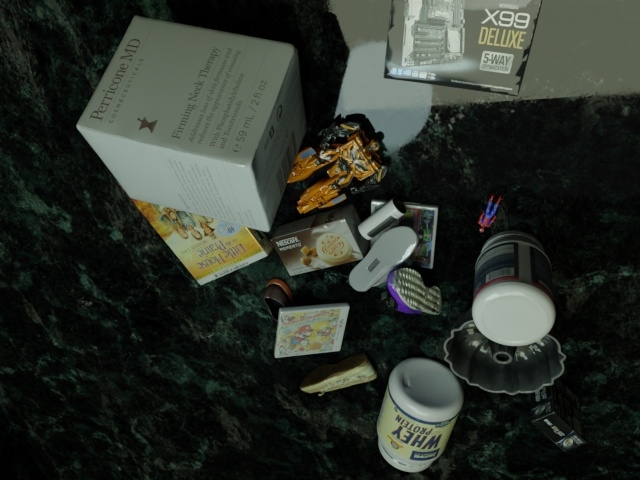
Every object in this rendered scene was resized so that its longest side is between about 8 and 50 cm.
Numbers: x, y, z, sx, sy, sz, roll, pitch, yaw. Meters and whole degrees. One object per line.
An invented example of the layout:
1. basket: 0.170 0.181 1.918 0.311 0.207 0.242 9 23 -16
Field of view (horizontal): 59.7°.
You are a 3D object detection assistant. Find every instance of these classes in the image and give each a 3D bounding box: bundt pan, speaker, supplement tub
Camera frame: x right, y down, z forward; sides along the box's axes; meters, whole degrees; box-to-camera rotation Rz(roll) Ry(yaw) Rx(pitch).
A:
1. bundt pan: 0.525 0.292 1.607 0.330 0.124 0.331 10 132 12
2. speaker: 0.168 -0.060 1.522 0.055 0.055 0.136 44 124 -12
3. supplement tub: 0.311 0.567 1.804 0.235 0.235 0.325 14 126 9
4. supplement tub: 0.489 0.115 1.420 0.191 0.272 0.191 9 125 13

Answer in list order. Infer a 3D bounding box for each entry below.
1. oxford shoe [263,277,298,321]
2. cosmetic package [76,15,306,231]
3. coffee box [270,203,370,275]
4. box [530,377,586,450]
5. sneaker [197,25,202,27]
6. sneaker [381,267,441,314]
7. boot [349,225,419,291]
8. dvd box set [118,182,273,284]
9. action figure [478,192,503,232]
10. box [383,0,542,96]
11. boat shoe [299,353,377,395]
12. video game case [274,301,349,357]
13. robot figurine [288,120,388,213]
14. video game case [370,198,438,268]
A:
1. oxford shoe: -0.106 0.257 1.825 0.096 0.098 0.271 -23 113 29
2. cosmetic package: -0.272 -0.266 1.325 0.393 0.330 0.327 13 158 9
3. coffee box: 0.000 0.000 1.618 0.246 0.098 0.141 -14 117 26
4. box: 0.702 0.501 1.661 0.147 0.180 0.077 42 124 -12
5. sneaker: -0.296 -0.491 1.415 0.212 0.080 0.094 19 113 7
6. sneaker: 0.228 0.156 1.577 0.146 0.102 0.293 -4 158 32
7. boot: 0.193 0.043 1.547 0.258 0.123 0.095 -43 73 34
8. dvd box set: -0.383 -0.077 1.721 0.307 0.062 0.420 -22 113 30
9. action figure: 0.443 -0.069 1.468 0.038 0.030 0.115 15 128 3
10. box: 0.306 -0.464 1.221 0.307 0.076 0.243 12 125 11
11. boat shoe: 0.056 0.477 1.913 0.285 0.105 0.089 -25 109 30
12. video game case: -0.030 0.290 1.799 0.226 0.026 0.206 -3 127 -16
13. robot figurine: 0.034 -0.189 1.490 0.291 0.085 0.211 -25 112 31
14. video game case: 0.233 -0.018 1.576 0.183 0.023 0.201 7 123 14
